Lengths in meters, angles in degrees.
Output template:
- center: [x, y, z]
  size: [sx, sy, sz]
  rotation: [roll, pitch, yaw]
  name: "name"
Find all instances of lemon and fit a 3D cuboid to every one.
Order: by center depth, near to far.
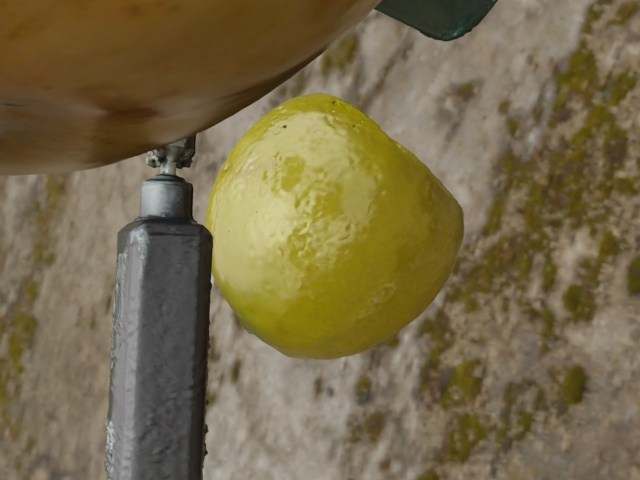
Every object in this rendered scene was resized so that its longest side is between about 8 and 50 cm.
- center: [0.000, 0.000, 1.078]
  size: [0.219, 0.240, 0.240]
  rotation: [-50, 29, -3]
  name: "lemon"

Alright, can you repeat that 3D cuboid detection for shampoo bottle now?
- center: [-0.109, 0.070, 0.801]
  size: [0.098, 0.071, 0.310]
  rotation: [178, 96, -79]
  name: "shampoo bottle"

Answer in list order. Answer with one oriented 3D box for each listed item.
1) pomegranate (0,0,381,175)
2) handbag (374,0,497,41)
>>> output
- center: [-0.131, -0.182, 0.408]
  size: [0.411, 0.411, 0.412]
  rotation: [-38, 45, 49]
  name: "pomegranate"
- center: [0.093, -0.347, 1.174]
  size: [0.238, 0.326, 0.089]
  rotation: [-52, 48, 22]
  name: "handbag"
